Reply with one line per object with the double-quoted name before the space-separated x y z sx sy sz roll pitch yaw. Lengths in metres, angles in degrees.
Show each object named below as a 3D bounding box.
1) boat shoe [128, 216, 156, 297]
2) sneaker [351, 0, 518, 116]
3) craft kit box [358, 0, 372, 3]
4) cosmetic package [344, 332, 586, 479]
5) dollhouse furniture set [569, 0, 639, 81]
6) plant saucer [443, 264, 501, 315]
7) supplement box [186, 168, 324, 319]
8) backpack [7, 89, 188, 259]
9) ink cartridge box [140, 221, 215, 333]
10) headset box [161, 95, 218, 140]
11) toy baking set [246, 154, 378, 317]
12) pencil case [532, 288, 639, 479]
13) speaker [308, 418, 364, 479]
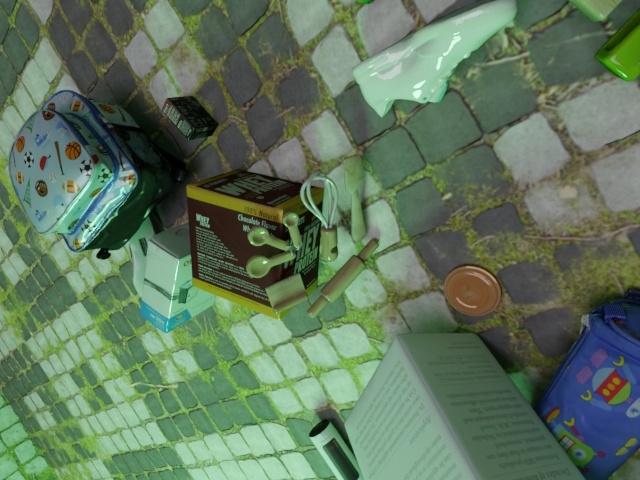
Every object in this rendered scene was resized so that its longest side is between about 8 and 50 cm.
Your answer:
"boat shoe" -0.385 0.031 0.963 0.070 0.078 0.219 -155 55 -69
"sneaker" 0.147 -0.224 0.544 0.212 0.080 0.094 -13 114 41
"craft kit box" 0.106 -0.451 0.479 0.247 0.061 0.249 -14 102 37
"cosmetic package" 0.208 0.358 0.533 0.453 0.162 0.230 -115 38 -48
"dollhouse furniture set" 0.235 -0.303 0.347 0.302 0.151 0.197 40 113 -3
"plant saucer" 0.227 0.077 0.648 0.084 0.013 0.083 11 114 26
"supplement box" -0.111 -0.002 0.746 0.192 0.129 0.194 16 118 25
"backpack" -0.440 -0.137 0.811 0.276 0.213 0.263 -41 71 14
"ink cartridge box" -0.274 0.069 0.865 0.082 0.140 0.190 32 123 17
"headset box" -0.235 -0.222 0.770 0.083 0.062 0.032 46 125 5
"toy baking set" 0.003 0.005 0.651 0.196 0.256 0.030 48 177 -37
"pencil case" 0.355 0.214 0.563 0.133 0.119 0.305 29 122 25
"speaker" 0.034 0.440 0.889 0.055 0.055 0.136 -33 90 36
